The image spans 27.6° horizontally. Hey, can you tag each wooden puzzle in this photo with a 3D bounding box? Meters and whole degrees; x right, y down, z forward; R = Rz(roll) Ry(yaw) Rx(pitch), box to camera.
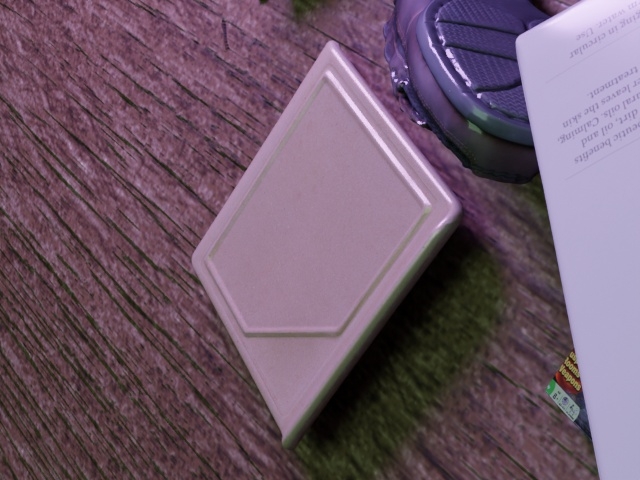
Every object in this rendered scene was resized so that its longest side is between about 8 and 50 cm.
[{"bbox_3d":[0.000,0.000,0.959,0.221,0.044,0.239,-55,39,23],"label":"wooden puzzle"}]

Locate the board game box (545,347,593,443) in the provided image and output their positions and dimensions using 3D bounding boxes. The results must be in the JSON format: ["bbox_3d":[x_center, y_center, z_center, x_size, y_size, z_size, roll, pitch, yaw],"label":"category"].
[{"bbox_3d":[0.230,0.107,0.661,0.136,0.030,0.260,-58,42,17],"label":"board game box"}]

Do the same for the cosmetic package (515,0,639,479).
[{"bbox_3d":[0.222,0.042,0.550,0.197,0.155,0.366,-26,55,33],"label":"cosmetic package"}]

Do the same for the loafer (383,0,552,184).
[{"bbox_3d":[0.092,-0.109,0.807,0.302,0.109,0.095,-97,22,-55],"label":"loafer"}]
